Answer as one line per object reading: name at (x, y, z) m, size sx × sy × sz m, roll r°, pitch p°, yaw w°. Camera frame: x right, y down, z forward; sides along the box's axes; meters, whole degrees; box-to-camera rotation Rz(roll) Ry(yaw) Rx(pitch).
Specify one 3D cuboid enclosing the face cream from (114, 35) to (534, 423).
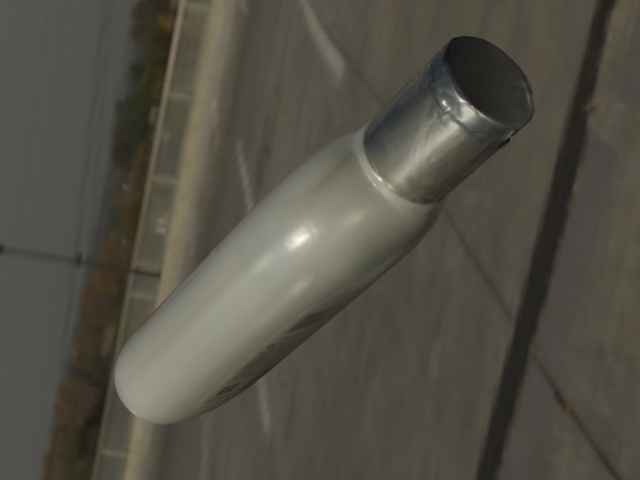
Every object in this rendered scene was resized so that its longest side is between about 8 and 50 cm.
face cream at (0.000, 0.000, 0.764) m, size 0.144 × 0.071 × 0.291 m, roll -34°, pitch -6°, yaw -45°
